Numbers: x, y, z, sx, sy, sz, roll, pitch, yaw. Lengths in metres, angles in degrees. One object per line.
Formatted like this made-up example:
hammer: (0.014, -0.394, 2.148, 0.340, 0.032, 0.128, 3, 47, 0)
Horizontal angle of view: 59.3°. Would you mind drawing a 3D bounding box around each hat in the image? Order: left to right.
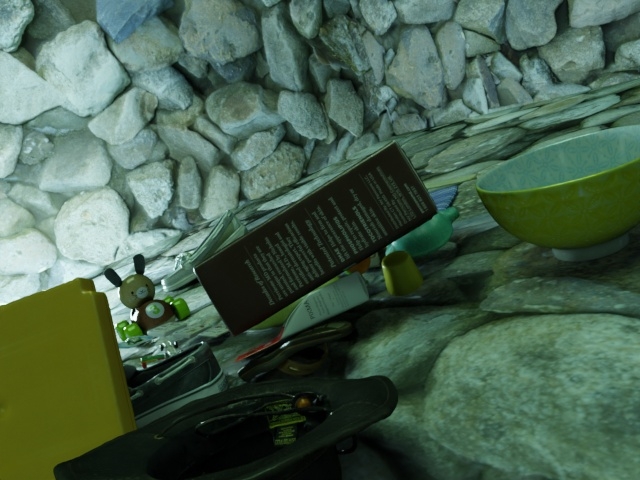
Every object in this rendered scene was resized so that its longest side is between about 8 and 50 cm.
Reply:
hat: (-0.068, 0.226, 0.528, 0.331, 0.134, 0.331, -10, -2, 0)

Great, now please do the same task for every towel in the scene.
towel: (0.225, -0.072, 1.496, 0.243, 0.040, 0.336, -14, 15, 27)

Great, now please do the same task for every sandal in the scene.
sandal: (-0.035, 0.178, 0.850, 0.219, 0.060, 0.090, -31, -6, 26)

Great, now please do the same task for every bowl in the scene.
bowl: (0.407, -0.060, 0.886, 0.289, 0.156, 0.289, -20, 13, 5)

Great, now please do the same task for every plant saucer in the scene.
plant saucer: (-0.070, 0.115, 1.202, 0.240, 0.037, 0.241, -20, 12, 5)

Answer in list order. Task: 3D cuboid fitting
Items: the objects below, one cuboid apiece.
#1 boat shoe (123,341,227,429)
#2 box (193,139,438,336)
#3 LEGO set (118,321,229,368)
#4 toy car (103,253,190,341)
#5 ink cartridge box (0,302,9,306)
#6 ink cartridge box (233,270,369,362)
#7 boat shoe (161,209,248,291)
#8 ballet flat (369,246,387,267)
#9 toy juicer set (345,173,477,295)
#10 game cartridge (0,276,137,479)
boat shoe: (-0.303, 0.246, 0.885, 0.301, 0.102, 0.108, -21, 13, 0)
box: (0.000, 0.000, 0.950, 0.381, 0.143, 0.191, -30, -4, 8)
LEGO set: (-0.300, 0.216, 1.105, 0.182, 0.060, 0.244, -2, 7, 24)
toy car: (-0.439, 0.133, 1.369, 0.155, 0.188, 0.149, -30, 15, -32)
ink cartridge box: (-0.519, 0.222, 0.967, 0.197, 0.198, 0.270, -21, -5, 7)
ink cartridge box: (-0.042, 0.128, 0.945, 0.232, 0.066, 0.189, -20, -7, -8)
boat shoe: (-0.376, 0.037, 1.765, 0.320, 0.103, 0.118, -41, 12, -12)
ballet flat: (0.134, 0.013, 1.206, 0.241, 0.091, 0.077, -24, 34, 4)
toy juicer set: (0.167, -0.017, 1.139, 0.209, 0.089, 0.329, 4, 41, 41)
game cartridge: (-0.419, 0.231, 0.772, 0.323, 0.285, 0.053, -19, -14, 6)
